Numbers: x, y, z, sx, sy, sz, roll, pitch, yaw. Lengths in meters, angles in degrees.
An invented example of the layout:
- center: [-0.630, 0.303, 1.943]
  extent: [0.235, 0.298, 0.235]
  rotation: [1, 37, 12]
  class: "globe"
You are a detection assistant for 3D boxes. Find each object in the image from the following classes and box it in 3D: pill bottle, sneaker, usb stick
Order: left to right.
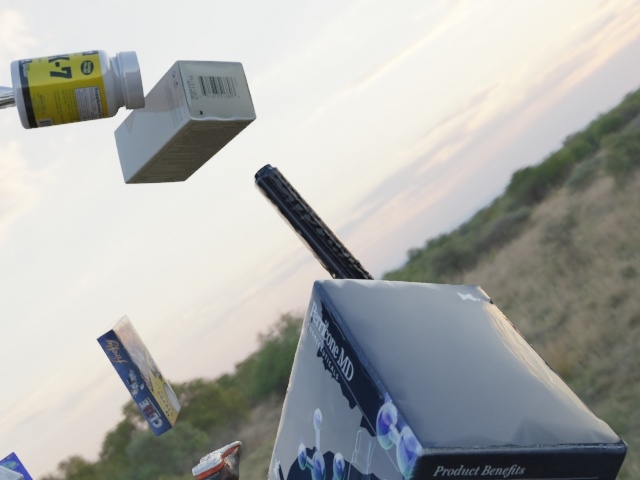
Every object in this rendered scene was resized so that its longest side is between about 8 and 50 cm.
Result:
- center: [-0.410, -0.260, 1.603]
  extent: [0.208, 0.119, 0.119]
  rotation: [-10, -12, -13]
  class: "pill bottle"
- center: [-0.153, 0.361, 1.471]
  extent: [0.061, 0.065, 0.158]
  rotation: [-28, -3, 14]
  class: "sneaker"
- center: [0.000, 0.000, 1.422]
  extent: [0.045, 0.278, 0.077]
  rotation: [-41, -3, -10]
  class: "usb stick"

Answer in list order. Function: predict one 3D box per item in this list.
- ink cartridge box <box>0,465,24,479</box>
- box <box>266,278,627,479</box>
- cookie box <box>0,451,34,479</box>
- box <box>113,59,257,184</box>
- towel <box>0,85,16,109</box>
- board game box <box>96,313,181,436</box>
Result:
- center: [-0.610, 0.422, 1.490]
  extent: [0.181, 0.056, 0.224]
  rotation: [9, 26, 33]
  class: "ink cartridge box"
- center: [0.090, 0.281, 0.972]
  extent: [0.212, 0.293, 0.395]
  rotation: [4, -66, -21]
  class: "box"
- center: [-0.744, 0.579, 2.266]
  extent: [0.092, 0.107, 0.040]
  rotation: [-35, -13, -17]
  class: "cookie box"
- center: [-0.266, -0.219, 1.806]
  extent: [0.148, 0.121, 0.311]
  rotation: [-6, -15, -37]
  class: "box"
- center: [-0.727, -0.306, 1.950]
  extent: [0.285, 0.034, 0.209]
  rotation: [7, 17, 18]
  class: "towel"
- center: [-0.386, 0.285, 2.025]
  extent: [0.042, 0.243, 0.165]
  rotation: [-30, 6, 2]
  class: "board game box"
